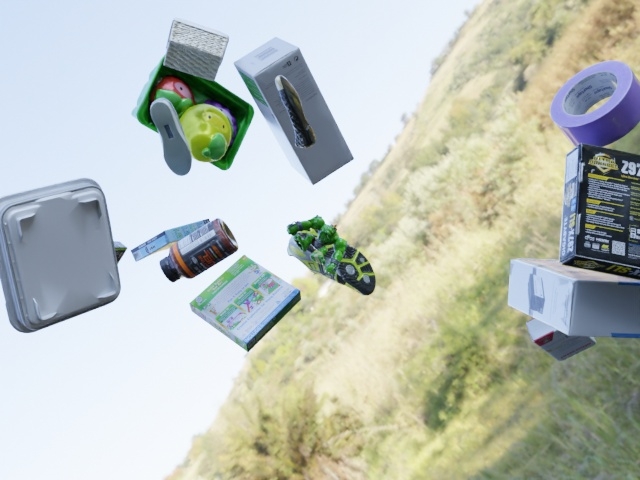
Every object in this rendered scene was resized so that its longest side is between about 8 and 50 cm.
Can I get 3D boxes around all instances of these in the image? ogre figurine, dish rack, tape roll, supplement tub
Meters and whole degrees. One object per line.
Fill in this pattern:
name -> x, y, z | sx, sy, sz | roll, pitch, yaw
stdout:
ogre figurine -> 0.000, 0.000, 2.118 | 0.118, 0.197, 0.097 | -43, -26, -26
dish rack -> -0.600, 0.037, 1.637 | 0.285, 0.072, 0.332 | -21, -66, -41
tape roll -> 0.611, -0.298, 1.544 | 0.189, 0.080, 0.189 | -35, 32, 25
supplement tub -> -0.321, 0.032, 1.834 | 0.198, 0.106, 0.106 | -32, -8, 5

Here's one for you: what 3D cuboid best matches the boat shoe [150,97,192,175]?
boat shoe -> -0.416, -0.298, 1.989 | 0.079, 0.227, 0.081 | -12, 26, 7

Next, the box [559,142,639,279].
box -> 0.678, -0.048, 1.480 | 0.079, 0.322, 0.257 | 111, 169, -71

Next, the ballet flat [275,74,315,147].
ballet flat -> -0.061, -0.270, 1.496 | 0.049, 0.173, 0.057 | -11, 32, 23

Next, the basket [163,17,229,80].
basket -> -0.357, -0.540, 1.995 | 0.113, 0.167, 0.103 | 123, 158, -50

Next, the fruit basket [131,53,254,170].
fruit basket -> -0.379, -0.381, 2.196 | 0.392, 0.392, 0.283 | 71, -139, -79

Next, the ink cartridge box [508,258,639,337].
ink cartridge box -> 0.611, 0.130, 1.651 | 0.307, 0.223, 0.129 | -143, 56, -78

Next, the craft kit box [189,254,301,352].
craft kit box -> -0.232, 0.189, 2.171 | 0.250, 0.247, 0.061 | -43, -28, -28

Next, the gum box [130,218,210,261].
gum box -> -0.423, -0.002, 2.006 | 0.157, 0.041, 0.184 | -26, -1, 34

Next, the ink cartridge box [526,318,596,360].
ink cartridge box -> 0.703, 0.270, 2.047 | 0.127, 0.072, 0.175 | -34, -46, 24

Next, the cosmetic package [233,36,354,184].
cosmetic package -> -0.070, -0.360, 1.956 | 0.155, 0.365, 0.197 | -33, 31, -7

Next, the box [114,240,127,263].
box -> -0.688, 0.086, 2.100 | 0.184, 0.045, 0.191 | -59, -16, 11

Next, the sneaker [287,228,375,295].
sneaker -> 0.045, 0.085, 2.700 | 0.147, 0.385, 0.145 | -47, 8, 51
